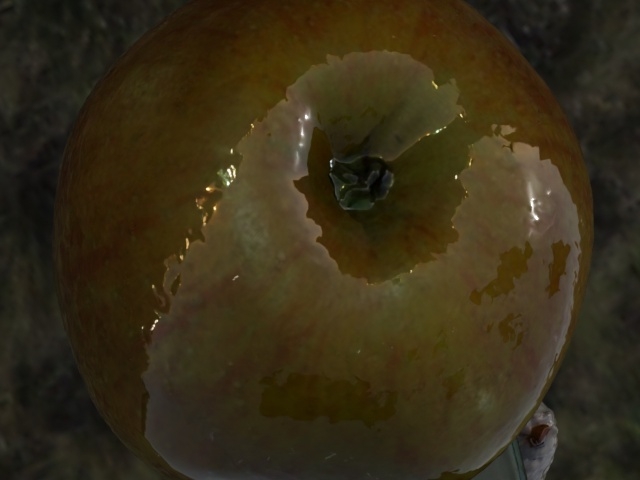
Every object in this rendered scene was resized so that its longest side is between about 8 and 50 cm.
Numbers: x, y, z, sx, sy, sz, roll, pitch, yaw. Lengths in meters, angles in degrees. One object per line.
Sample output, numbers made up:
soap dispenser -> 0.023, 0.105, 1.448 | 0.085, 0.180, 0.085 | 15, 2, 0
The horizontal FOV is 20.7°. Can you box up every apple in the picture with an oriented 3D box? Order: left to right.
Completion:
apple -> 0.000, 0.000, 1.236 | 0.400, 0.400, 0.333 | -28, 180, -2

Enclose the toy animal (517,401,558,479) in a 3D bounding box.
toy animal -> 0.092, 0.209, 1.696 | 0.227, 0.188, 0.358 | -1, 163, -30

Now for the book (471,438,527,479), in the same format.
book -> 0.066, 0.280, 1.466 | 0.260, 0.370, 0.043 | -15, 180, 26
